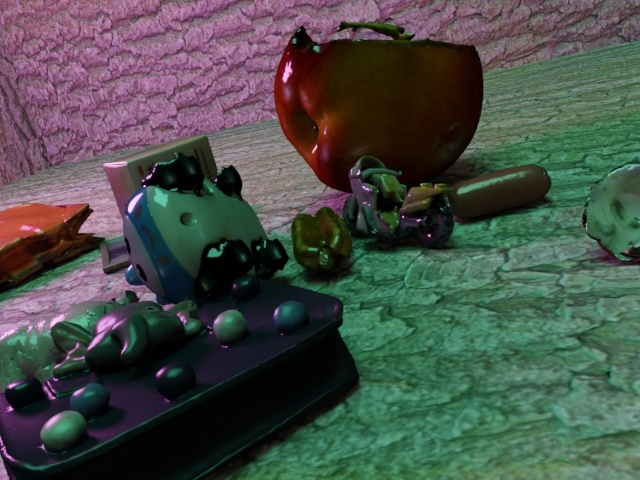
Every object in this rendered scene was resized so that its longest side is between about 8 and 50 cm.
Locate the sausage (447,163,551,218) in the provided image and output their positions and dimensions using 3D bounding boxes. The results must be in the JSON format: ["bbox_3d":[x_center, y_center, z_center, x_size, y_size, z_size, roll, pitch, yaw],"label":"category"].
[{"bbox_3d":[0.274,-0.075,0.981,0.154,0.062,0.062,-15,18,4],"label":"sausage"}]

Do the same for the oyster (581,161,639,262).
[{"bbox_3d":[0.406,-0.034,0.754,0.191,0.081,0.163,-11,46,17],"label":"oyster"}]

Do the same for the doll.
[{"bbox_3d":[-0.309,0.130,0.790,0.192,0.095,0.149,-22,16,-13],"label":"doll"}]

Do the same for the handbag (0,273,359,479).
[{"bbox_3d":[-0.156,0.132,0.639,0.326,0.118,0.269,-24,19,-30],"label":"handbag"}]

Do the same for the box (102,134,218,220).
[{"bbox_3d":[-0.258,-0.060,1.117,0.168,0.211,0.095,-29,24,-37],"label":"box"}]

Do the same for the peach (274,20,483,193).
[{"bbox_3d":[0.104,-0.244,1.204,0.406,0.309,0.335,-10,25,-35],"label":"peach"}]

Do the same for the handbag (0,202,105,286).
[{"bbox_3d":[-0.712,0.037,1.368,0.304,0.116,0.410,5,27,40],"label":"handbag"}]

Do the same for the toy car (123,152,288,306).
[{"bbox_3d":[-0.178,0.007,0.887,0.190,0.188,0.255,-33,-8,15],"label":"toy car"}]

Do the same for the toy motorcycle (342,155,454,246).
[{"bbox_3d":[0.108,-0.063,0.967,0.094,0.129,0.229,-3,8,-37],"label":"toy motorcycle"}]

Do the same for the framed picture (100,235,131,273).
[{"bbox_3d":[-0.313,-0.013,1.336,0.289,0.016,0.213,-20,19,-14],"label":"framed picture"}]

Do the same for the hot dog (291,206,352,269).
[{"bbox_3d":[0.000,0.000,0.977,0.092,0.062,0.235,-14,16,2],"label":"hot dog"}]
